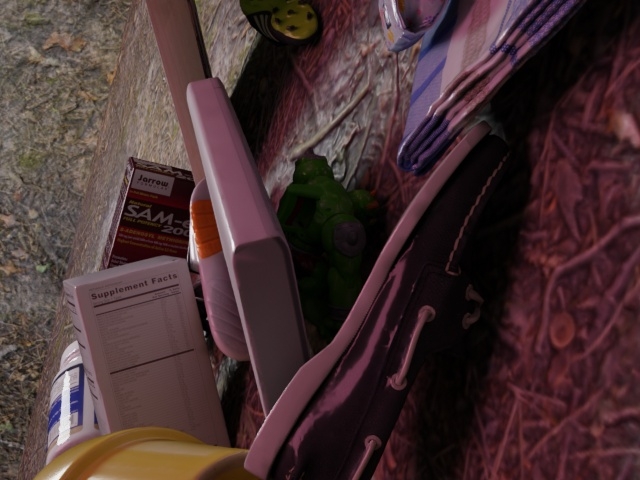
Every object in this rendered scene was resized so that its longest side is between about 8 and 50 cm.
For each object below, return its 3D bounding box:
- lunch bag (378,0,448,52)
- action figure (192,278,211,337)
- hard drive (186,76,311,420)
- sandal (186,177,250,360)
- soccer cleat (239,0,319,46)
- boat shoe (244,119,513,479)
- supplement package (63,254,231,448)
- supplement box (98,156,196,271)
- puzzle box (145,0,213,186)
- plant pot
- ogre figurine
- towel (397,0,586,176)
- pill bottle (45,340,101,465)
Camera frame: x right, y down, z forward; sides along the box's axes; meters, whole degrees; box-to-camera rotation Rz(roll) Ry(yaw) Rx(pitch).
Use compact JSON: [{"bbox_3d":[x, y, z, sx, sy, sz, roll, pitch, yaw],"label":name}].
[{"bbox_3d":[0.075,-0.193,0.722,0.071,0.053,0.083,-156,87,-86],"label":"lunch bag"},{"bbox_3d":[-0.237,0.136,1.307,0.164,0.141,0.275,-83,17,-46],"label":"action figure"},{"bbox_3d":[-0.067,0.013,0.864,0.353,0.047,0.232,-114,12,-58],"label":"hard drive"},{"bbox_3d":[-0.117,0.036,1.113,0.076,0.102,0.265,126,146,-48],"label":"sandal"},{"bbox_3d":[-0.047,-0.279,1.181,0.060,0.072,0.179,-36,41,-10],"label":"soccer cleat"},{"bbox_3d":[0.063,0.060,0.655,0.302,0.091,0.114,-58,-10,6],"label":"boat shoe"},{"bbox_3d":[-0.213,0.151,1.117,0.134,0.139,0.244,-178,75,-68],"label":"supplement package"},{"bbox_3d":[-0.274,-0.002,1.484,0.073,0.130,0.239,-129,54,-64],"label":"supplement box"},{"bbox_3d":[-0.188,-0.271,1.264,0.272,0.052,0.408,-104,4,-50],"label":"puzzle box"},{"bbox_3d":[-0.126,0.289,0.833,0.239,0.254,0.253,-24,54,45],"label":"plant pot"},{"bbox_3d":[0.000,0.000,0.849,0.197,0.097,0.118,-88,9,-54],"label":"ogre figurine"},{"bbox_3d":[0.138,-0.193,0.635,0.285,0.034,0.209,-51,19,49],"label":"towel"},{"bbox_3d":[-0.384,0.293,1.562,0.264,0.153,0.153,-108,36,-53],"label":"pill bottle"}]
